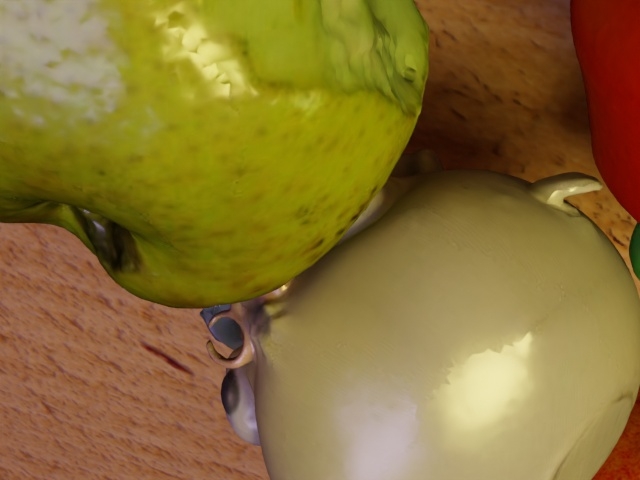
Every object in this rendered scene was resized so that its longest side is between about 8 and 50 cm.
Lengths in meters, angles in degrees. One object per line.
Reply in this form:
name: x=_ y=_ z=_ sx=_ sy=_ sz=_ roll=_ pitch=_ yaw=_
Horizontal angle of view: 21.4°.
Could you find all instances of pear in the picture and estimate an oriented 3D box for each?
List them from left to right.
pear: x=-0.052 y=-0.105 z=0.668 sx=0.176 sy=0.286 sz=0.281 roll=9 pitch=105 yaw=29

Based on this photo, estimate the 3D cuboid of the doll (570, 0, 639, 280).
doll: x=0.192 y=-0.074 z=0.670 sx=0.183 sy=0.160 sz=0.363 roll=-5 pitch=136 yaw=19

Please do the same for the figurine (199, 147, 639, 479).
figurine: x=0.000 y=0.000 z=0.902 sx=0.394 sy=0.274 sz=0.226 roll=36 pitch=107 yaw=28

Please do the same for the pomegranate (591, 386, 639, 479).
pomegranate: x=0.158 y=0.177 z=0.987 sx=0.257 sy=0.221 sz=0.221 roll=29 pitch=147 yaw=21
